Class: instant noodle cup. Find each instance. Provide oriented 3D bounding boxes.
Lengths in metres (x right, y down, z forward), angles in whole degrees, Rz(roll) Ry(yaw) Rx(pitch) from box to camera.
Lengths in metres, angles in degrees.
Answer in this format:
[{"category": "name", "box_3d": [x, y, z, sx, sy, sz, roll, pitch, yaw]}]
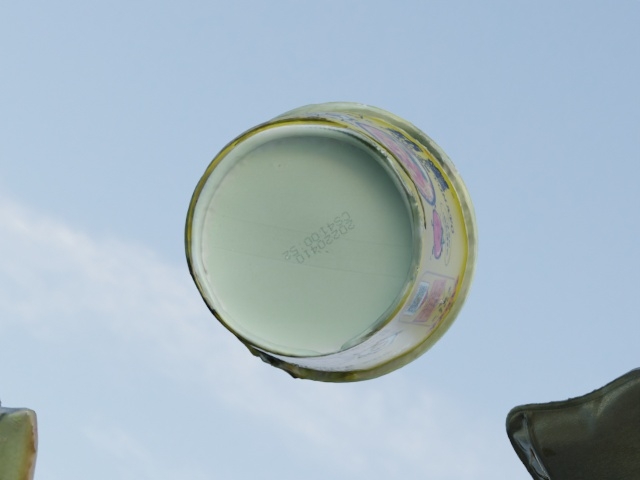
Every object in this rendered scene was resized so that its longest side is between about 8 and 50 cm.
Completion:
[{"category": "instant noodle cup", "box_3d": [0.000, 0.000, 1.073, 0.182, 0.182, 0.144, 27, 3, 8]}]

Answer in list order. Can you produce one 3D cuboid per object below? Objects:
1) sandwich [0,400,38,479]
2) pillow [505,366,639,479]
[{"category": "sandwich", "box_3d": [-0.242, 0.118, 0.840, 0.155, 0.198, 0.227, 8, 7, -28]}, {"category": "pillow", "box_3d": [0.252, 0.182, 1.548, 0.217, 0.033, 0.130, -29, -89, 51]}]
